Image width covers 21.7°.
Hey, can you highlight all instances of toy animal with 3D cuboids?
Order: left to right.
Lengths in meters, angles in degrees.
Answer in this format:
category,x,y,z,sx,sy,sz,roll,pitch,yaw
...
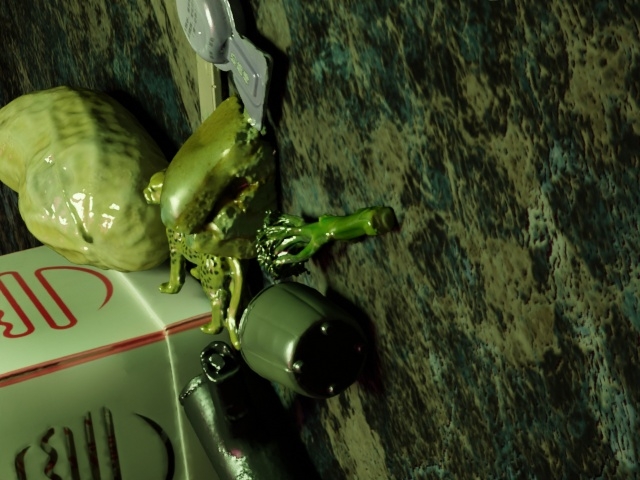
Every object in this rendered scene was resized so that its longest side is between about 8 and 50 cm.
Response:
category,x,y,z,sx,sy,sz,roll,pitch,yaw
toy animal,-0.118,0.018,1.745,0.181,0.073,0.136,45,142,49

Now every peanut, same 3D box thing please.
category,x,y,z,sx,sy,sz,roll,pitch,yaw
peanut,-0.267,-0.076,1.926,0.158,0.174,0.340,34,-168,-39

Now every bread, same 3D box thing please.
category,x,y,z,sx,sy,sz,roll,pitch,yaw
bread,-0.105,-0.054,1.617,0.103,0.110,0.156,-140,41,-64

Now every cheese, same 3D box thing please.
category,x,y,z,sx,sy,sz,roll,pitch,yaw
cheese,-0.092,-0.195,1.575,0.191,0.042,0.105,60,155,31

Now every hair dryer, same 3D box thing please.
category,x,y,z,sx,sy,sz,roll,pitch,yaw
hair dryer,-0.084,0.179,1.674,0.197,0.089,0.251,61,173,31

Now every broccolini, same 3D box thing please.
category,x,y,z,sx,sy,sz,roll,pitch,yaw
broccolini,-0.002,-0.002,1.462,0.216,0.058,0.067,172,86,-68

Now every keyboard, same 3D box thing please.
category,x,y,z,sx,sy,sz,roll,pitch,yaw
keyboard,-0.106,-0.119,1.696,0.055,0.017,0.166,-130,32,-55

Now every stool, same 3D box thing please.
category,x,y,z,sx,sy,sz,roll,pitch,yaw
stool,-0.014,0.091,1.510,0.110,0.096,0.096,25,127,56

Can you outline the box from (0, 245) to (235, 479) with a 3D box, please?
category,x,y,z,sx,sy,sz,roll,pitch,yaw
box,-0.279,0.192,1.938,0.312,0.300,0.314,-139,39,-56
